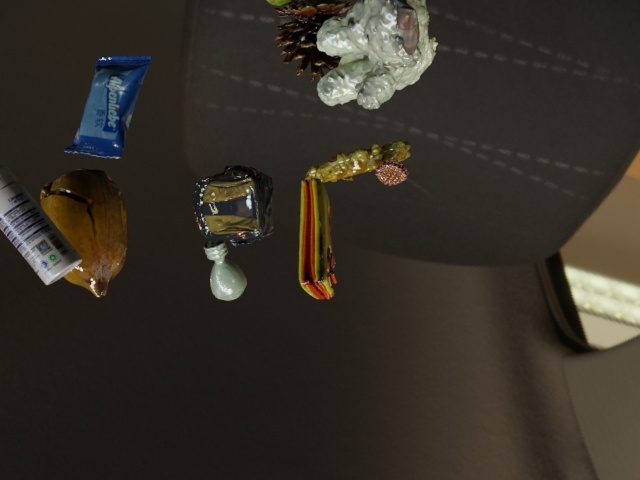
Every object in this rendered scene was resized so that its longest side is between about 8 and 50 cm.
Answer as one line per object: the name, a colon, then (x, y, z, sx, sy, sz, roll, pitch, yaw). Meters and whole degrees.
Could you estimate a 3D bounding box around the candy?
candy: (-0.606, -0.390, 1.931, 0.187, 0.077, 0.331, 6, -106, 14)

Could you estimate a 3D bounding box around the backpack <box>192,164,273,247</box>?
backpack: (-0.223, -0.084, 1.692, 0.258, 0.206, 0.133, -2, -178, 32)

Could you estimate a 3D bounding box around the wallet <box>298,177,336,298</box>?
wallet: (0.000, 0.000, 1.459, 0.067, 0.141, 0.241, -6, -112, 12)

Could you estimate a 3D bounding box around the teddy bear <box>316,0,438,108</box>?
teddy bear: (0.087, -0.448, 1.458, 0.375, 0.328, 0.362, 0, 180, 28)

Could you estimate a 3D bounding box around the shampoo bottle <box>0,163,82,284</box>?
shampoo bottle: (-0.627, -0.052, 1.404, 0.303, 0.092, 0.092, 52, -140, -4)

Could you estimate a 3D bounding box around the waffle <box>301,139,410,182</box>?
waffle: (0.106, -0.216, 1.897, 0.302, 0.324, 0.068, -15, -88, -51)

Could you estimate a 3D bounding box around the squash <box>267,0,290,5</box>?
squash: (-0.087, -0.894, 2.176, 0.118, 0.118, 0.371, 20, -120, 3)

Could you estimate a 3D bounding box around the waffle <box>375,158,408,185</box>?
waffle: (0.179, -0.172, 1.720, 0.075, 0.083, 0.029, 49, -136, -34)

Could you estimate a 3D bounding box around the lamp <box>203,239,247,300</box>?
lamp: (-0.274, 0.083, 1.916, 0.106, 0.193, 0.106, -12, -153, 6)

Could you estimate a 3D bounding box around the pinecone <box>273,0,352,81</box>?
pinecone: (-0.020, -0.592, 1.969, 0.264, 0.264, 0.264, 12, -143, -9)

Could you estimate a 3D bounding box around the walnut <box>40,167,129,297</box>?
walnut: (-0.566, -0.021, 1.638, 0.208, 0.209, 0.337, -7, -110, -30)
